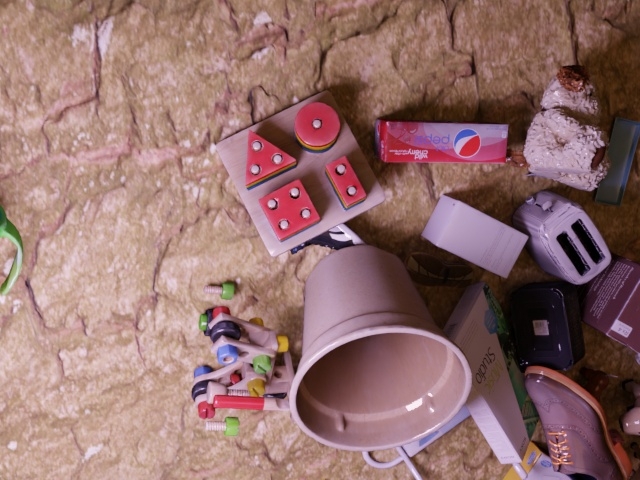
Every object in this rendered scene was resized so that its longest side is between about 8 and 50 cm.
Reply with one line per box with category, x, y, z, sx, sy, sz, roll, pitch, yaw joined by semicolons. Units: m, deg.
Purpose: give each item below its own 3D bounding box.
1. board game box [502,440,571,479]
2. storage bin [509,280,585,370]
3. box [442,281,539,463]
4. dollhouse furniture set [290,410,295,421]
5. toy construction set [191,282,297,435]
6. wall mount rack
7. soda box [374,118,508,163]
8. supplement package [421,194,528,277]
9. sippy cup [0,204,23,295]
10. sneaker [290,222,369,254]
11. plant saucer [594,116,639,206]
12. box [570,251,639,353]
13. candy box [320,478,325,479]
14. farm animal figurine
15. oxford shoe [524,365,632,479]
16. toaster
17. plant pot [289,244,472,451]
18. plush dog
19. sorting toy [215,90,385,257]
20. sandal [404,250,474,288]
board game box;0.509;0.670;1.836;0.242;0.064;0.316;34;93;-15
storage bin;0.495;0.185;1.683;0.084;0.122;0.180;-16;97;-51
box;0.375;0.283;1.665;0.322;0.058;0.232;58;42;-17
dollhouse furniture set;0.030;0.344;1.647;0.151;0.123;0.144;9;99;-13
toy construction set;-0.116;0.264;1.526;0.237;0.309;0.257;7;108;-17
wall mount rack;0.283;0.451;1.716;0.350;0.130;0.304;-34;108;-2
soda box;0.248;-0.205;1.594;0.263;0.092;0.083;-1;103;-11
supplement package;0.327;-0.010;1.642;0.179;0.105;0.105;26;96;-15
sippy cup;-0.724;0.016;1.396;0.305;0.240;0.224;31;105;7
sneaker;0.000;0.000;1.601;0.217;0.079;0.121;40;95;-7
plant saucer;0.660;-0.175;1.719;0.067;0.018;0.192;9;100;-13
box;0.677;0.140;1.690;0.168;0.203;0.167;28;94;-16
candy box;-0.066;0.624;1.735;0.206;0.027;0.105;-21;102;-6
farm animal figurine;0.755;0.413;1.766;0.327;0.172;0.330;-34;102;-3
oxford shoe;0.545;0.426;1.665;0.363;0.130;0.133;52;58;-12
toaster;0.524;0.003;1.662;0.129;0.146;0.227;-36;106;-1
plant pot;0.091;0.183;1.502;0.334;0.305;0.334;-4;129;-5
plush dog;0.506;-0.245;1.596;0.211;0.262;0.225;16;87;24
sorting toy;-0.039;-0.139;1.511;0.257;0.089;0.255;-27;84;-4
sandal;0.252;0.063;1.677;0.180;0.049;0.072;11;105;-28
